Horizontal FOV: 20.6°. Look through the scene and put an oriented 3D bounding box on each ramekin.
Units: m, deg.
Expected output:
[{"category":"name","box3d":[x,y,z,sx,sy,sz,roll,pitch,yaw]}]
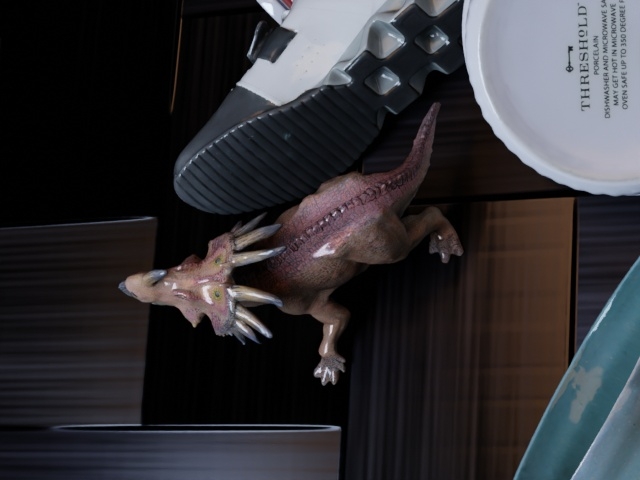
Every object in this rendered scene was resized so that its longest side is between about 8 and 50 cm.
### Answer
[{"category":"ramekin","box3d":[0.237,-0.158,1.381,0.273,0.127,0.272,3,104,14]}]

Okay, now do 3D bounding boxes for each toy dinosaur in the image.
[{"category":"toy dinosaur","box3d":[0.000,0.000,1.464,0.296,0.200,0.127,-42,63,7]}]

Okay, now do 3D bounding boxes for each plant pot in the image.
[{"category":"plant pot","box3d":[0.278,0.151,1.271,0.196,0.293,0.293,29,88,2]}]

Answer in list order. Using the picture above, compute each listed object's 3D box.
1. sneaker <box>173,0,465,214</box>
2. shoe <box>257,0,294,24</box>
[{"category":"sneaker","box3d":[-0.002,-0.155,1.570,0.330,0.122,0.146,-36,48,10]},{"category":"shoe","box3d":[-0.042,-0.281,1.642,0.081,0.063,0.178,-37,60,14]}]
